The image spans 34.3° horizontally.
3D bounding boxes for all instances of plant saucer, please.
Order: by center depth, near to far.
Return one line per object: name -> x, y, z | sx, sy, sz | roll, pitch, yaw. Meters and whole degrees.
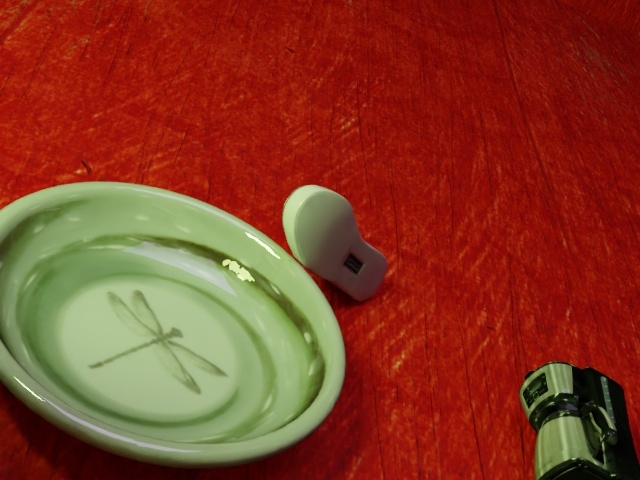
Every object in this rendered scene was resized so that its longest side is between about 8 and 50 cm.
plant saucer -> -0.173, 0.098, 1.078 | 0.400, 0.101, 0.400 | 18, 33, -13

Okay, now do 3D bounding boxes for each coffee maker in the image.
coffee maker -> 0.313, 0.251, 1.213 | 0.171, 0.120, 0.178 | 51, 25, -25

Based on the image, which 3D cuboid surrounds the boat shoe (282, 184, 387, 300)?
boat shoe -> 0.000, 0.000, 1.270 | 0.084, 0.095, 0.258 | 32, -12, 31
